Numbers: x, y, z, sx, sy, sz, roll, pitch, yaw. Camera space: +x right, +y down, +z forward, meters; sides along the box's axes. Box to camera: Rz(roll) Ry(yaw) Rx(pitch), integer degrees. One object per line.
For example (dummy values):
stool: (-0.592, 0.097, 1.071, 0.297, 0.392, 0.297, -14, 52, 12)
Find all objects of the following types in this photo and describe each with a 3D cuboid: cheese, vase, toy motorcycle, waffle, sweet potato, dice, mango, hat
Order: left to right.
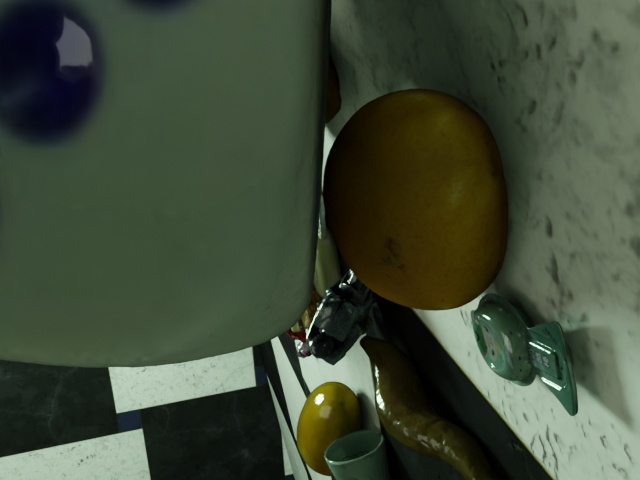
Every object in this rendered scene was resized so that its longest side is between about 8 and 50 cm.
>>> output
dice: (-0.130, -0.102, 0.459, 0.304, 0.277, 0.304, -69, -18, -80)
hat: (-0.073, 0.158, 1.410, 0.140, 0.129, 0.227, -8, 118, 56)
waffle: (-0.030, 0.065, 1.041, 0.102, 0.042, 0.147, -7, -101, -68)
cheese: (0.000, 0.000, 0.934, 0.192, 0.038, 0.097, 86, 162, -50)
mango: (0.019, 0.322, 1.122, 0.253, 0.113, 0.138, 102, 163, -55)
toy motorcycle: (0.025, 0.093, 0.767, 0.061, 0.124, 0.193, 31, 151, 12)
vase: (0.084, 0.411, 1.003, 0.096, 0.096, 0.219, -168, 59, -77)
mango: (0.062, -0.023, 0.453, 0.217, 0.102, 0.141, 97, 149, -67)
sweet potato: (0.100, 0.183, 0.675, 0.069, 0.060, 0.249, -64, 27, 13)
cheese: (0.133, 0.070, 0.441, 0.121, 0.026, 0.067, -161, 55, -76)

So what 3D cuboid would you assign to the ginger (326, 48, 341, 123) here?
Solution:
ginger: (-0.110, -0.238, 0.775, 0.418, 0.176, 0.254, 60, 157, 20)
